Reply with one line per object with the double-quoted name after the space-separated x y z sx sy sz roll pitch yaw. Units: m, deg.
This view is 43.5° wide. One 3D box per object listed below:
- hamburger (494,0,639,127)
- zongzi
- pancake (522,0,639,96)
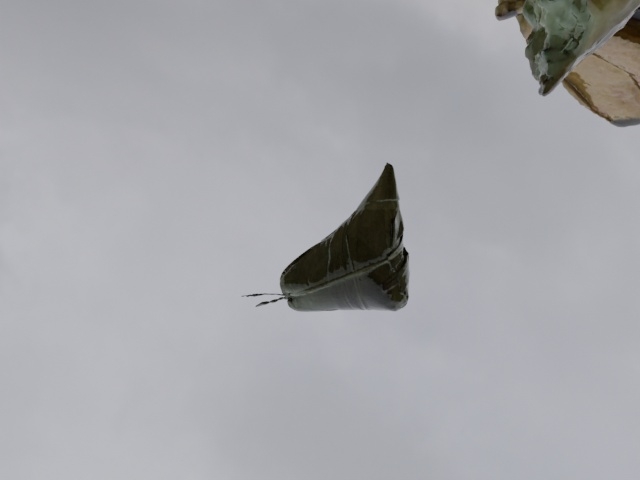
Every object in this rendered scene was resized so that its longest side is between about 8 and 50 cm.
0.268 -0.207 0.703 0.207 0.135 0.155 28 161 -25 "hamburger"
0.000 0.000 0.707 0.154 0.131 0.062 -3 -161 19 "zongzi"
0.119 -0.224 0.378 0.197 0.054 0.377 8 -118 18 "pancake"
